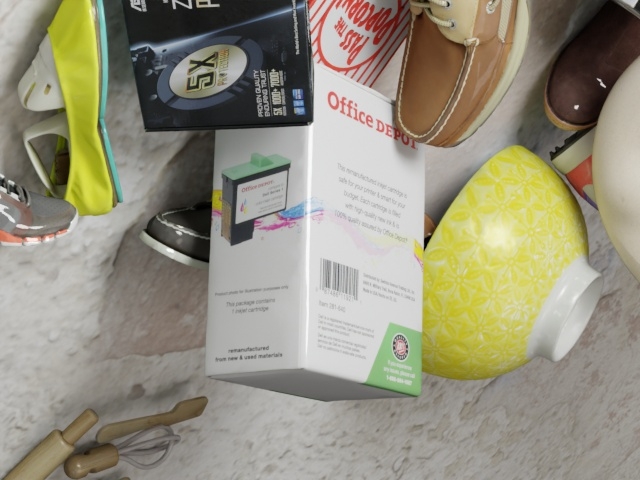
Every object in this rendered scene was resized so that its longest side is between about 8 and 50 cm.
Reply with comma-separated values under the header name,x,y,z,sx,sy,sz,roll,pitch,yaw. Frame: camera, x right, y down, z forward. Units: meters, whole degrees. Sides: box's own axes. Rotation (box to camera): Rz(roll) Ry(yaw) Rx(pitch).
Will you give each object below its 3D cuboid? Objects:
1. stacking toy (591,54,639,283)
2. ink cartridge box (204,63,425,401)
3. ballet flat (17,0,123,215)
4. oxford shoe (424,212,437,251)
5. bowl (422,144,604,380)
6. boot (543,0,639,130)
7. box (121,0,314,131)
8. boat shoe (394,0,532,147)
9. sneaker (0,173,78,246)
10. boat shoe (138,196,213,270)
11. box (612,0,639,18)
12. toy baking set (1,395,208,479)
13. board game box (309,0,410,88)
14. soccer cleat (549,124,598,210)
name,x,y,z,sx,sy,sz,roll,pitch,yaw
stacking toy,0.552,-0.126,1.686,0.480,0.350,0.351,-32,144,-44
ink cartridge box,0.000,0.000,1.417,0.201,0.117,0.278,20,68,-53
ballet flat,-0.210,-0.107,1.257,0.077,0.077,0.231,-10,136,-12
oxford shoe,0.058,0.056,1.691,0.076,0.076,0.212,13,114,-53
bowl,0.227,0.053,1.735,0.289,0.156,0.289,-47,155,-30
boot,0.340,-0.249,1.649,0.248,0.090,0.207,-49,170,-24
box,-0.082,-0.182,1.250,0.147,0.077,0.180,-1,136,2
boat shoe,0.128,-0.246,1.376,0.120,0.122,0.324,4,111,-43
sneaker,-0.271,-0.035,1.244,0.158,0.061,0.065,1,111,-30
boat shoe,-0.086,-0.013,1.471,0.227,0.081,0.069,5,117,-57
box,0.356,-0.376,1.525,0.087,0.169,0.290,21,108,-51
toy baking set,-0.239,0.236,1.581,0.256,0.030,0.197,-46,152,8
board game box,0.038,-0.234,1.420,0.193,0.045,0.146,-54,145,8
soccer cleat,0.399,-0.126,1.803,0.318,0.116,0.108,-33,175,-39
